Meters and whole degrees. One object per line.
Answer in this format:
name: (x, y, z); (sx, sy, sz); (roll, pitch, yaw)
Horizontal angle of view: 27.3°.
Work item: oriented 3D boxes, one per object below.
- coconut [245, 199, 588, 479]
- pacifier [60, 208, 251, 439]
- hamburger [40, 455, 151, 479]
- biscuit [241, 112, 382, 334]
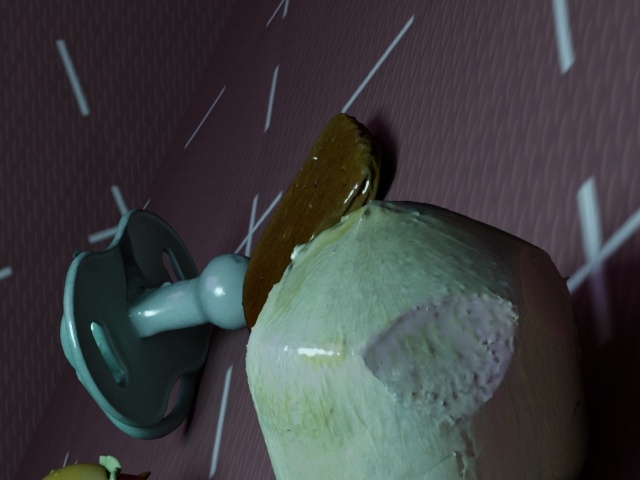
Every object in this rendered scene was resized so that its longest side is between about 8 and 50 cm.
coconut: (0.065, 0.081, 0.870); (0.227, 0.227, 0.231); (-146, 45, -73)
pacifier: (-0.183, 0.100, 1.708); (0.269, 0.288, 0.343); (-14, 20, 26)
hamburger: (-0.261, 0.375, 1.461); (0.274, 0.212, 0.274); (-55, 19, 29)
biscuit: (0.002, 0.001, 1.514); (0.277, 0.052, 0.262); (-60, 22, 9)
